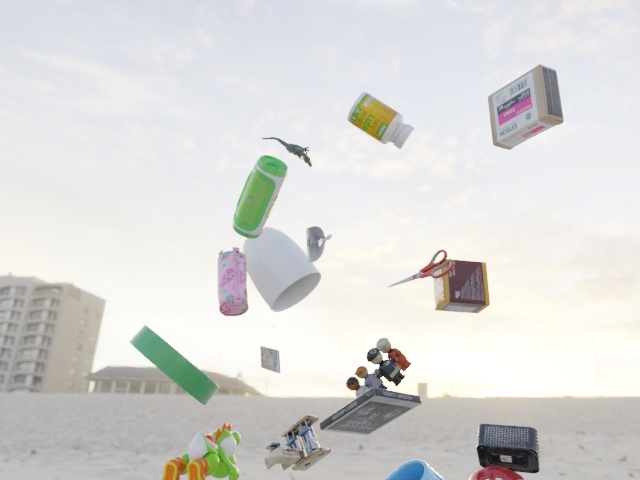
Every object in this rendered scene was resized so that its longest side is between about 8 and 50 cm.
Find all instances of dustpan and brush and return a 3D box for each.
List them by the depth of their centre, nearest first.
[{"bbox_3d":[0.000,0.000,2.295,0.060,0.148,0.211,-1,11,15],"label":"dustpan and brush"}]

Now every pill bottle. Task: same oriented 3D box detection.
[{"bbox_3d":[0.238,-0.459,2.149,0.245,0.136,0.136,34,-21,7],"label":"pill bottle"}]

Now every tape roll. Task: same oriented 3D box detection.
[{"bbox_3d":[-0.472,0.403,1.790,0.321,0.077,0.321,35,-19,14],"label":"tape roll"}]

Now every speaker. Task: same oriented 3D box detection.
[{"bbox_3d":[-0.222,-0.157,2.008,0.131,0.131,0.297,14,-61,-25],"label":"speaker"}]

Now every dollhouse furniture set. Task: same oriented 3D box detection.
[{"bbox_3d":[-0.083,0.641,1.761,0.129,0.129,0.183,-42,-41,18],"label":"dollhouse furniture set"}]

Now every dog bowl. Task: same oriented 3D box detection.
[{"bbox_3d":[0.204,0.718,1.508,0.297,0.074,0.166,-35,5,-14],"label":"dog bowl"}]

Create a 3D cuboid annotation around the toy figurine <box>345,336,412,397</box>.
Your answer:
[{"bbox_3d":[0.195,0.458,1.920,0.210,0.148,0.213,-51,-9,19],"label":"toy figurine"}]

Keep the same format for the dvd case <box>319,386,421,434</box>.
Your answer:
[{"bbox_3d":[0.137,0.482,1.542,0.179,0.030,0.238,19,-48,-33],"label":"dvd case"}]

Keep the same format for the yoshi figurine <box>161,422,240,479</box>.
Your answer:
[{"bbox_3d":[-0.386,0.789,1.933,0.203,0.203,0.362,-48,-14,13],"label":"yoshi figurine"}]

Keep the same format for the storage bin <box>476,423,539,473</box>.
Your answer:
[{"bbox_3d":[0.590,0.654,1.736,0.180,0.084,0.122,-4,-56,23],"label":"storage bin"}]

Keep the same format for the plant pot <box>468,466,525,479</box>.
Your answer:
[{"bbox_3d":[0.531,0.803,1.633,0.191,0.191,0.174,5,24,11],"label":"plant pot"}]

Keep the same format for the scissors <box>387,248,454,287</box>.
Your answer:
[{"bbox_3d":[0.373,0.137,2.080,0.297,0.109,0.021,-37,-46,26],"label":"scissors"}]

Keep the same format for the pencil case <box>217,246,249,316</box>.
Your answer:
[{"bbox_3d":[-0.347,0.162,2.188,0.124,0.284,0.124,-5,-43,-4],"label":"pencil case"}]

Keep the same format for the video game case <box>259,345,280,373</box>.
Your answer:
[{"bbox_3d":[-0.191,0.449,2.087,0.011,0.087,0.122,-5,3,-39],"label":"video game case"}]

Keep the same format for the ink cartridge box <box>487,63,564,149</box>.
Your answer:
[{"bbox_3d":[0.679,-0.441,1.845,0.088,0.194,0.234,9,-19,-28],"label":"ink cartridge box"}]

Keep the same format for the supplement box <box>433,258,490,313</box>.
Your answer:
[{"bbox_3d":[0.587,0.192,2.316,0.194,0.192,0.129,5,-24,-7],"label":"supplement box"}]

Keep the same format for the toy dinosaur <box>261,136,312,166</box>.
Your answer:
[{"bbox_3d":[-0.119,-0.400,2.405,0.268,0.064,0.118,30,18,22],"label":"toy dinosaur"}]

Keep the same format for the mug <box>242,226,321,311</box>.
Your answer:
[{"bbox_3d":[-0.188,0.126,2.538,0.276,0.328,0.374,-38,-22,-2],"label":"mug"}]
